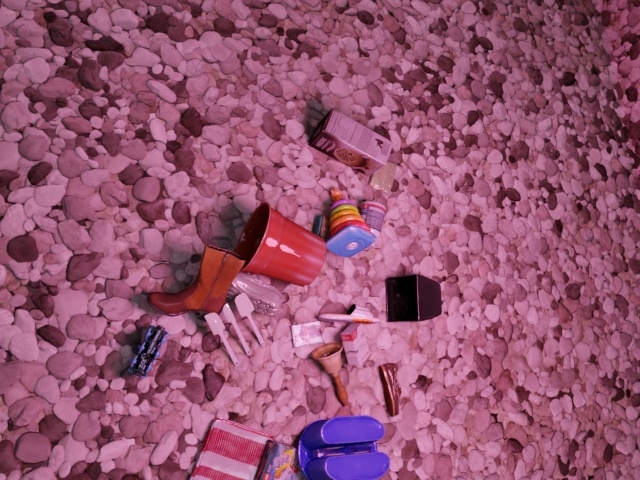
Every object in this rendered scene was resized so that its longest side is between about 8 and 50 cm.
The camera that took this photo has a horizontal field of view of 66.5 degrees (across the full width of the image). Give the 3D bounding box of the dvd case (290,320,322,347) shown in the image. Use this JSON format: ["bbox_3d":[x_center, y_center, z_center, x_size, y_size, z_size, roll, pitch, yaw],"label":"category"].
[{"bbox_3d":[-0.053,0.364,1.896,0.120,0.013,0.087,-6,82,-21],"label":"dvd case"}]

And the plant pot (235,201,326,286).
[{"bbox_3d":[-0.140,0.036,1.804,0.265,0.272,0.272,25,72,-24],"label":"plant pot"}]

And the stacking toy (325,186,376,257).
[{"bbox_3d":[0.095,-0.099,1.958,0.175,0.166,0.301,23,42,-41],"label":"stacking toy"}]

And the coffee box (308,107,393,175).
[{"bbox_3d":[0.124,-0.400,2.022,0.297,0.168,0.118,25,72,-14],"label":"coffee box"}]

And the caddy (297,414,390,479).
[{"bbox_3d":[0.086,0.772,1.787,0.342,0.179,0.241,9,59,-28],"label":"caddy"}]

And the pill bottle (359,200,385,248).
[{"bbox_3d":[0.202,-0.062,2.021,0.108,0.108,0.180,18,74,-17],"label":"pill bottle"}]

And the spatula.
[{"bbox_3d":[-0.294,0.325,1.761,0.168,0.019,0.241,-33,115,-24],"label":"spatula"}]

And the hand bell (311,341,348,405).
[{"bbox_3d":[0.060,0.528,1.878,0.126,0.126,0.241,-22,101,-23],"label":"hand bell"}]

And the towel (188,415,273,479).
[{"bbox_3d":[-0.324,0.810,1.697,0.237,0.037,0.328,26,72,-16],"label":"towel"}]

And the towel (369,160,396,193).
[{"bbox_3d":[0.276,-0.286,2.135,0.110,0.027,0.148,22,73,-17],"label":"towel"}]

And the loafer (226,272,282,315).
[{"bbox_3d":[-0.287,0.168,1.804,0.320,0.112,0.111,30,34,-9],"label":"loafer"}]

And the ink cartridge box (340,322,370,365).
[{"bbox_3d":[0.136,0.404,1.902,0.099,0.056,0.135,-30,108,-55],"label":"ink cartridge box"}]

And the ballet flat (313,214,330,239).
[{"bbox_3d":[0.000,0.000,1.956,0.067,0.073,0.206,24,76,-31],"label":"ballet flat"}]

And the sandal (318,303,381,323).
[{"bbox_3d":[0.121,0.285,1.931,0.266,0.102,0.076,8,72,-19],"label":"sandal"}]

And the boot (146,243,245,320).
[{"bbox_3d":[-0.425,0.139,1.663,0.264,0.096,0.280,19,115,-17],"label":"boot"}]

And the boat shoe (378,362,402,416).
[{"bbox_3d":[0.291,0.595,1.954,0.073,0.073,0.206,-7,83,-20],"label":"boat shoe"}]

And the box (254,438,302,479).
[{"bbox_3d":[-0.151,0.847,1.737,0.159,0.044,0.232,28,71,-26],"label":"box"}]

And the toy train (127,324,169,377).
[{"bbox_3d":[-0.576,0.370,1.642,0.080,0.105,0.184,27,71,-11],"label":"toy train"}]

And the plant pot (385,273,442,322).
[{"bbox_3d":[0.395,0.243,2.009,0.167,0.188,0.187,7,77,-32],"label":"plant pot"}]
